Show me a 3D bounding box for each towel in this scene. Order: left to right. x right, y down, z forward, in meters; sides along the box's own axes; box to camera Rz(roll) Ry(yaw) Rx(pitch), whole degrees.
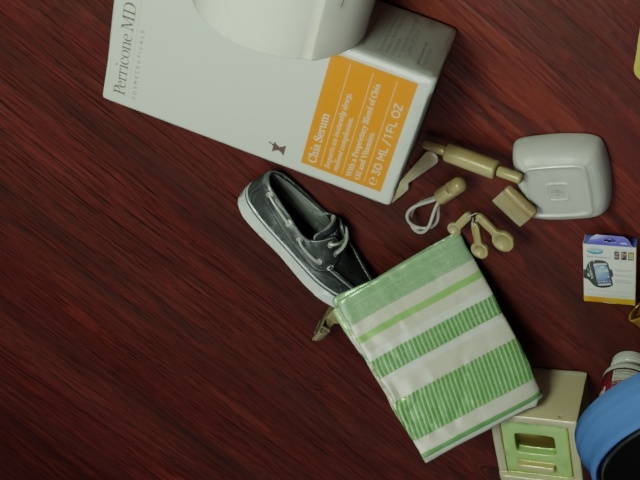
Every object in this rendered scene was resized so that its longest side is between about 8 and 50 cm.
[{"bbox_3d":[0.198,0.182,1.752,0.248,0.038,0.325,-29,98,7],"label":"towel"}]

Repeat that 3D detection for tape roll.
[{"bbox_3d":[-0.035,-0.372,1.340,0.246,0.246,0.169,22,134,5],"label":"tape roll"}]

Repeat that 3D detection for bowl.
[{"bbox_3d":[0.356,-0.086,1.554,0.142,0.053,0.142,-1,129,23],"label":"bowl"},{"bbox_3d":[0.588,0.297,1.587,0.391,0.077,0.391,-3,141,-3],"label":"bowl"}]

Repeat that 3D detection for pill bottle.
[{"bbox_3d":[0.501,0.258,1.724,0.086,0.152,0.086,13,134,14],"label":"pill bottle"}]

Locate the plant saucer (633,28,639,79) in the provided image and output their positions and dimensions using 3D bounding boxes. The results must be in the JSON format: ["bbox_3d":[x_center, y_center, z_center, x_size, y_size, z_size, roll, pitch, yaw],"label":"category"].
[{"bbox_3d":[0.560,-0.324,1.228,0.333,0.081,0.333,10,133,17],"label":"plant saucer"}]

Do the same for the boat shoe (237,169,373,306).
[{"bbox_3d":[0.000,0.000,1.762,0.301,0.108,0.102,46,134,-8],"label":"boat shoe"}]

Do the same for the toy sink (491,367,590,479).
[{"bbox_3d":[0.398,0.353,1.871,0.153,0.131,0.234,3,131,23],"label":"toy sink"}]

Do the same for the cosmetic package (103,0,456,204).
[{"bbox_3d":[-0.063,-0.252,1.501,0.453,0.161,0.230,21,131,5],"label":"cosmetic package"}]

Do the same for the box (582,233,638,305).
[{"bbox_3d":[0.453,0.040,1.641,0.081,0.028,0.136,5,129,20],"label":"box"}]

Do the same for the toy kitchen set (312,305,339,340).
[{"bbox_3d":[0.034,0.166,1.913,0.075,0.068,0.083,32,135,-5],"label":"toy kitchen set"}]

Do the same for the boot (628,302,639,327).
[{"bbox_3d":[0.626,0.113,1.573,0.211,0.104,0.295,37,138,-11],"label":"boot"}]

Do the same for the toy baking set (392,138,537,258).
[{"bbox_3d":[0.205,-0.065,1.616,0.256,0.030,0.197,26,136,20],"label":"toy baking set"}]
